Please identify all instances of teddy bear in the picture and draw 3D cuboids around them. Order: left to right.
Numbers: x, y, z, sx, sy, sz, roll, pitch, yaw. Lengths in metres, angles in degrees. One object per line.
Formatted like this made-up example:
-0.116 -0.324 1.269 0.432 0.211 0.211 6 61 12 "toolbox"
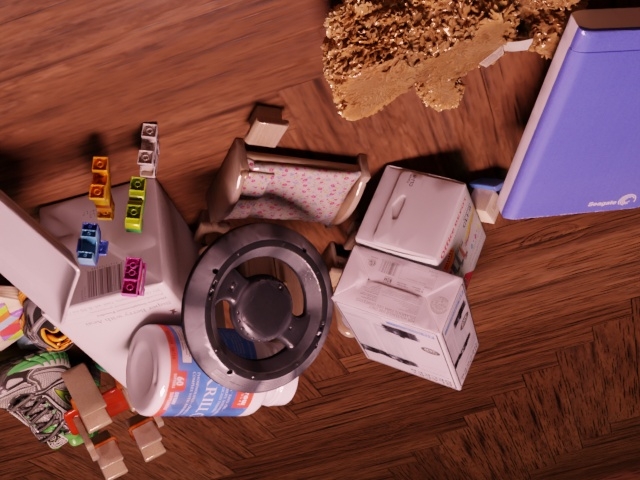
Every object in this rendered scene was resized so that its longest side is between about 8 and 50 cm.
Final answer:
0.158 -0.253 1.131 0.338 0.113 0.245 -25 154 10 "teddy bear"

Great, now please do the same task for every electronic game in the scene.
-0.080 0.090 1.331 0.229 0.229 0.048 13 177 -33 "electronic game"

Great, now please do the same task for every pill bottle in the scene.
-0.146 0.182 1.385 0.221 0.124 0.124 6 146 -33 "pill bottle"

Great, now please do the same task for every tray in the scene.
-0.405 -0.019 1.256 0.030 0.270 0.145 -45 173 -38 "tray"

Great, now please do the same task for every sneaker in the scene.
-0.462 0.274 1.706 0.134 0.146 0.343 -20 160 11 "sneaker"
-0.397 0.129 1.482 0.084 0.083 0.215 -31 161 -16 "sneaker"

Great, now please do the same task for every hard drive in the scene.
0.359 -0.149 1.229 0.210 0.040 0.319 -5 143 -13 "hard drive"

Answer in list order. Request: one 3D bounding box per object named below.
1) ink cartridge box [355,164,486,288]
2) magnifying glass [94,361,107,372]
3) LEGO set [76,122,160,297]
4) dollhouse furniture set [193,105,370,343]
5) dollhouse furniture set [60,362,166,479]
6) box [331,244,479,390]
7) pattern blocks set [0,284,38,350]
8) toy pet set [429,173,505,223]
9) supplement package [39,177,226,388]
0.149 -0.005 1.449 0.127 0.128 0.176 15 161 26 "ink cartridge box"
-0.310 0.232 1.851 0.231 0.026 0.092 15 141 -37 "magnifying glass"
-0.257 -0.029 1.269 0.087 0.227 0.093 5 160 -3 "LEGO set"
0.000 0.000 1.414 0.303 0.174 0.355 4 147 -23 "dollhouse furniture set"
-0.308 0.254 1.690 0.259 0.135 0.262 -26 149 -18 "dollhouse furniture set"
0.134 0.121 1.474 0.169 0.087 0.290 17 162 19 "box"
-0.482 0.117 1.494 0.285 0.026 0.325 -39 159 27 "pattern blocks set"
0.215 -0.074 1.488 0.114 0.065 0.122 12 159 36 "toy pet set"
-0.263 0.073 1.453 0.177 0.175 0.293 -15 149 7 "supplement package"
